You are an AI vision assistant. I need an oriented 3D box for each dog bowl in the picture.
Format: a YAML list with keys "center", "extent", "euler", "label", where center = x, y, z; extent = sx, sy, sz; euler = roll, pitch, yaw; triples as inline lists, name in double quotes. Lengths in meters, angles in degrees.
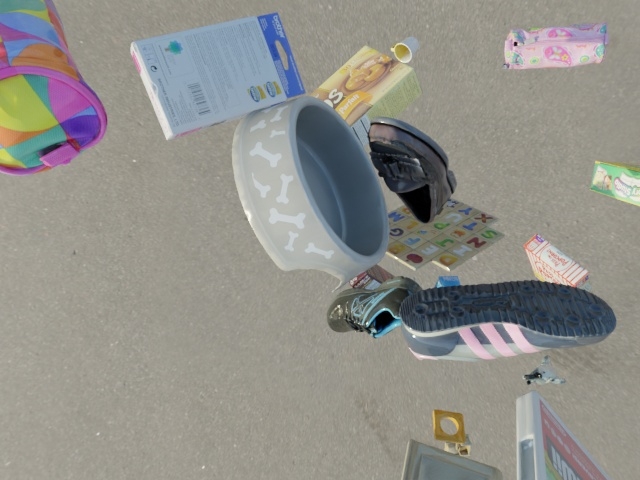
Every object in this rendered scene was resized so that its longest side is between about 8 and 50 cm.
- center: [0.004, -0.088, 0.881]
  extent: [0.102, 0.349, 0.349]
  euler: [-23, 90, 28]
  label: "dog bowl"

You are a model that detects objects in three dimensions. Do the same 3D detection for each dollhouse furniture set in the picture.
- center: [0.378, 0.688, 1.644]
  extent: [0.182, 0.101, 0.161]
  euler: [0, 107, -3]
  label: "dollhouse furniture set"

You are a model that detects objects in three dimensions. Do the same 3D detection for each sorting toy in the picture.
- center: [0.239, 0.489, 0.952]
  extent: [0.196, 0.348, 0.047]
  euler: [19, 136, 5]
  label: "sorting toy"

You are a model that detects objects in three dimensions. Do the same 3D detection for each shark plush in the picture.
- center: [0.526, 0.333, 1.219]
  extent: [0.067, 0.161, 0.073]
  euler: [-42, 68, 27]
  label: "shark plush"

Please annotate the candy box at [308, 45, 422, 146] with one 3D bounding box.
- center: [0.061, -0.305, 1.208]
  extent: [0.316, 0.087, 0.183]
  euler: [-43, 49, -3]
  label: "candy box"

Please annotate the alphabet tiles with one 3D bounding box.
- center: [0.302, -0.028, 1.358]
  extent: [0.285, 0.342, 0.011]
  euler: [33, 137, 41]
  label: "alphabet tiles"

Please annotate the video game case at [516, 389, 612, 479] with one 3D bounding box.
- center: [0.221, 0.266, 0.381]
  extent: [0.025, 0.285, 0.204]
  euler: [-40, 89, 26]
  label: "video game case"

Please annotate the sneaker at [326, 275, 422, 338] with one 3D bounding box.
- center: [0.129, 0.208, 1.451]
  extent: [0.125, 0.140, 0.341]
  euler: [42, 135, -19]
  label: "sneaker"

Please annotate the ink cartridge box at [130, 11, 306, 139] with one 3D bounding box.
- center: [-0.199, -0.340, 1.039]
  extent: [0.311, 0.065, 0.186]
  euler: [-24, 98, -22]
  label: "ink cartridge box"

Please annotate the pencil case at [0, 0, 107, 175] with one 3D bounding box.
- center: [-0.250, -0.154, 0.418]
  extent: [0.104, 0.104, 0.236]
  euler: [-38, 55, 7]
  label: "pencil case"

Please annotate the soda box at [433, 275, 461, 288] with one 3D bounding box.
- center: [0.424, 0.216, 1.619]
  extent: [0.067, 0.071, 0.210]
  euler: [0, 49, -9]
  label: "soda box"

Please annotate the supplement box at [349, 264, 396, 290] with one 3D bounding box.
- center: [0.189, 0.143, 1.666]
  extent: [0.239, 0.130, 0.073]
  euler: [34, 110, -30]
  label: "supplement box"

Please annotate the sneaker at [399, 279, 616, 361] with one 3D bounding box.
- center: [0.293, 0.143, 0.827]
  extent: [0.319, 0.112, 0.131]
  euler: [0, 135, 14]
  label: "sneaker"

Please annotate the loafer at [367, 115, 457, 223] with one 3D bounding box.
- center: [0.157, -0.105, 0.858]
  extent: [0.109, 0.302, 0.095]
  euler: [20, 86, 32]
  label: "loafer"

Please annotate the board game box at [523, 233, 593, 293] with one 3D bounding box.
- center: [0.558, 0.082, 1.186]
  extent: [0.045, 0.193, 0.147]
  euler: [-42, 48, 3]
  label: "board game box"

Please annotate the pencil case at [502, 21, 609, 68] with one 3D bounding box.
- center: [0.696, -0.580, 1.523]
  extent: [0.284, 0.124, 0.124]
  euler: [2, 93, 14]
  label: "pencil case"

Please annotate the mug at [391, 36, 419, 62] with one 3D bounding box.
- center: [0.261, -0.591, 1.551]
  extent: [0.078, 0.062, 0.064]
  euler: [39, 65, 8]
  label: "mug"

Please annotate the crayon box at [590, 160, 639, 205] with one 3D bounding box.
- center: [1.024, -0.147, 1.449]
  extent: [0.313, 0.363, 0.106]
  euler: [3, 106, -7]
  label: "crayon box"
